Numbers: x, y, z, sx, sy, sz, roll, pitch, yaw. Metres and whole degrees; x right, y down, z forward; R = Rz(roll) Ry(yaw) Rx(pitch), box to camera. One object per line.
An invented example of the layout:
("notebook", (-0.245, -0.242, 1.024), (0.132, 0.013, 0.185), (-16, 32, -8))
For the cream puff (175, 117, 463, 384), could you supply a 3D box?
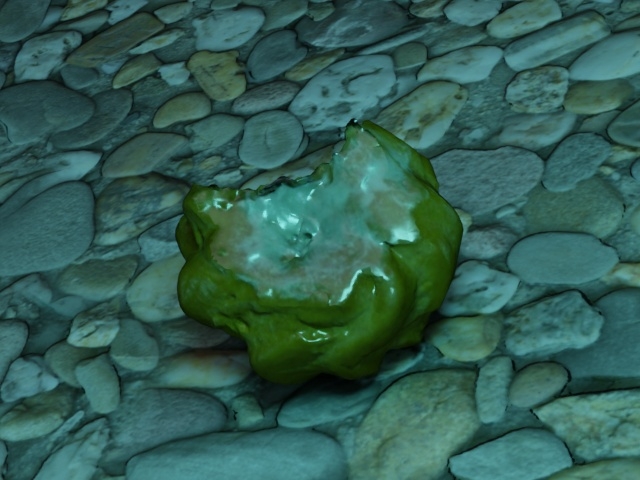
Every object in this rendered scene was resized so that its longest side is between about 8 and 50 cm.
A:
("cream puff", (0.009, 0.036, 1.813), (0.323, 0.270, 0.274), (-18, 68, 7))
